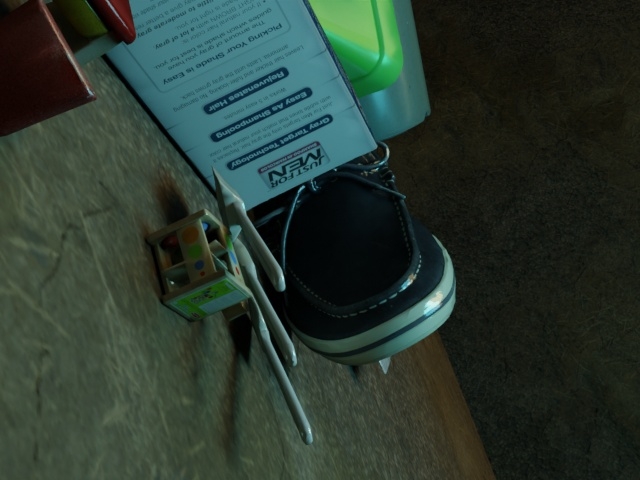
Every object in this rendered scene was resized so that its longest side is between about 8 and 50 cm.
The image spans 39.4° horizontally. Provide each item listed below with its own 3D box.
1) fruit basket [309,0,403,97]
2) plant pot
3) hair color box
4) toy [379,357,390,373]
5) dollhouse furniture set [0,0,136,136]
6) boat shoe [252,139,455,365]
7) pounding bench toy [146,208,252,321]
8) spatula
[{"bbox_3d":[-0.036,-0.319,1.124,0.392,0.283,0.392,32,50,-49],"label":"fruit basket"},{"bbox_3d":[0.030,-0.342,1.556,0.341,0.341,0.334,-83,155,-73],"label":"plant pot"},{"bbox_3d":[-0.090,-0.186,0.832,0.347,0.174,0.105,56,12,-50],"label":"hair color box"},{"bbox_3d":[0.059,0.110,1.318,0.136,0.056,0.237,64,15,-4],"label":"toy"},{"bbox_3d":[-0.178,-0.207,0.428,0.374,0.152,0.201,55,14,-50],"label":"dollhouse furniture set"},{"bbox_3d":[0.010,-0.028,1.013,0.156,0.187,0.500,60,4,-27],"label":"boat shoe"},{"bbox_3d":[-0.088,0.022,0.688,0.083,0.052,0.065,50,18,-62],"label":"pounding bench toy"},{"bbox_3d":[-0.051,0.042,0.709,0.242,0.019,0.168,-126,-154,-66],"label":"spatula"}]
